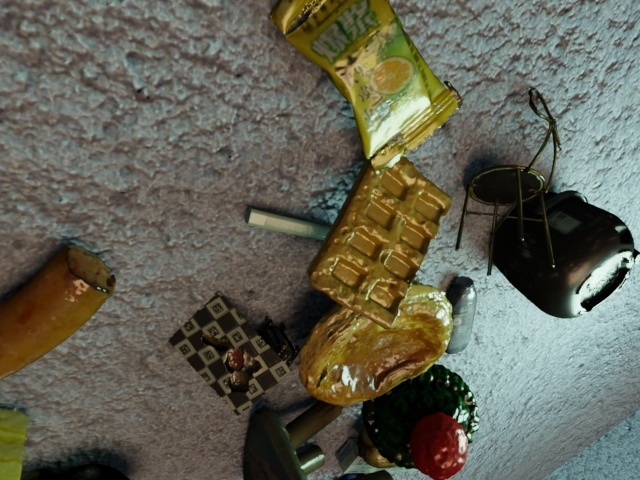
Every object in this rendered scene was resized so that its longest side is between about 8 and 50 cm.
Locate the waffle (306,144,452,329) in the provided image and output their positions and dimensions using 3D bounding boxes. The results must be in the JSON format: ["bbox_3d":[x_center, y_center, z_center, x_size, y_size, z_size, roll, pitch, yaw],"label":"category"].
[{"bbox_3d":[0.101,-0.008,0.718,0.168,0.057,0.274,32,76,-14],"label":"waffle"}]

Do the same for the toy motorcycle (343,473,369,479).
[{"bbox_3d":[0.097,0.768,1.322,0.205,0.076,0.114,-6,114,-22],"label":"toy motorcycle"}]

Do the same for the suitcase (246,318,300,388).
[{"bbox_3d":[-0.107,0.229,0.840,0.126,0.086,0.059,-50,136,9],"label":"suitcase"}]

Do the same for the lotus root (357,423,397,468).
[{"bbox_3d":[0.220,0.550,1.191,0.260,0.128,0.145,1,90,-25],"label":"lotus root"}]

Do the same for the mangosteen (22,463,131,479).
[{"bbox_3d":[-0.465,0.535,0.793,0.243,0.243,0.242,-14,126,-19],"label":"mangosteen"}]

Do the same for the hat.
[{"bbox_3d":[0.228,0.406,0.963,0.274,0.242,0.332,-31,172,2],"label":"hat"}]

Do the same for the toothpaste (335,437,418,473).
[{"bbox_3d":[0.198,0.657,1.300,0.337,0.067,0.081,22,109,-36],"label":"toothpaste"}]

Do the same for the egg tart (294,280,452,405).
[{"bbox_3d":[0.107,0.196,0.891,0.352,0.150,0.351,-13,128,-17],"label":"egg tart"}]

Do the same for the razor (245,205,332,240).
[{"bbox_3d":[0.003,-0.010,0.748,0.278,0.111,0.056,20,100,-26],"label":"razor"}]

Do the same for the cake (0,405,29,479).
[{"bbox_3d":[-0.575,0.394,0.577,0.227,0.286,0.222,34,102,-39],"label":"cake"}]

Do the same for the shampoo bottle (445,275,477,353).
[{"bbox_3d":[0.349,0.191,1.076,0.087,0.049,0.233,-17,127,-15],"label":"shampoo bottle"}]

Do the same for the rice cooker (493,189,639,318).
[{"bbox_3d":[0.545,0.030,0.957,0.267,0.224,0.267,-13,124,-20],"label":"rice cooker"}]

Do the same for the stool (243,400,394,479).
[{"bbox_3d":[-0.020,0.548,0.967,0.226,0.310,0.310,-8,126,-31],"label":"stool"}]

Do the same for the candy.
[{"bbox_3d":[0.081,-0.255,0.609,0.187,0.081,0.297,-41,118,3],"label":"candy"}]

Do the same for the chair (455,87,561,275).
[{"bbox_3d":[0.376,-0.108,0.839,0.160,0.170,0.325,28,62,-34],"label":"chair"}]

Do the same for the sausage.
[{"bbox_3d":[-0.420,0.117,0.597,0.271,0.109,0.109,-35,130,-3],"label":"sausage"}]

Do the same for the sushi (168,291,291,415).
[{"bbox_3d":[-0.167,0.205,0.788,0.139,0.031,0.201,-41,93,6],"label":"sushi"}]
